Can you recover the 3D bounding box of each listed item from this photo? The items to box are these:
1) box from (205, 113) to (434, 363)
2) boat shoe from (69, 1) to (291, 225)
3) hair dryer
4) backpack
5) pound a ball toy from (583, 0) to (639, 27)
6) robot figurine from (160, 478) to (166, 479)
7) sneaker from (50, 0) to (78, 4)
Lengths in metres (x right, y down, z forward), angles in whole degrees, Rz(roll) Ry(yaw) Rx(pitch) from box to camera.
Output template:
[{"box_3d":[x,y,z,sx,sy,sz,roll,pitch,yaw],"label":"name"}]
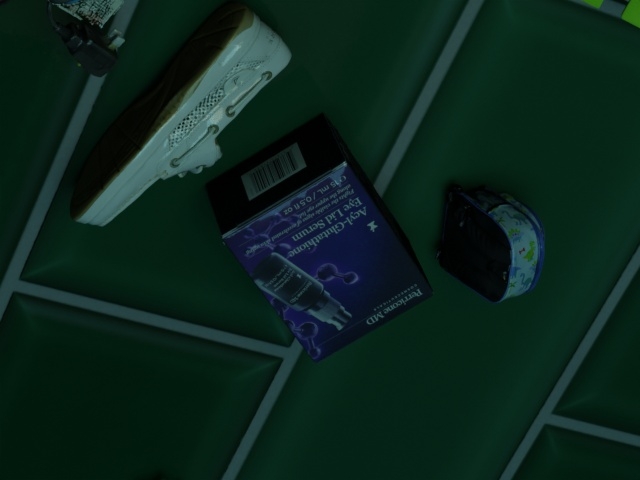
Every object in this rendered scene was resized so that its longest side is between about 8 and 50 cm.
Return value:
[{"box_3d":[0.000,0.000,1.952,0.153,0.108,0.207,-32,124,7],"label":"box"},{"box_3d":[-0.136,-0.105,1.853,0.096,0.098,0.277,36,107,-30],"label":"boat shoe"},{"box_3d":[-0.262,-0.305,1.722,0.293,0.080,0.224,28,96,-34],"label":"hair dryer"},{"box_3d":[0.191,0.005,2.000,0.084,0.114,0.105,-12,126,-31],"label":"backpack"},{"box_3d":[0.317,-0.381,1.791,0.208,0.136,0.319,26,116,0],"label":"pound a ball toy"},{"box_3d":[-0.197,0.328,2.140,0.101,0.067,0.115,27,113,-27],"label":"robot figurine"},{"box_3d":[-0.175,-0.374,1.621,0.139,0.125,0.341,34,90,-23],"label":"sneaker"}]
